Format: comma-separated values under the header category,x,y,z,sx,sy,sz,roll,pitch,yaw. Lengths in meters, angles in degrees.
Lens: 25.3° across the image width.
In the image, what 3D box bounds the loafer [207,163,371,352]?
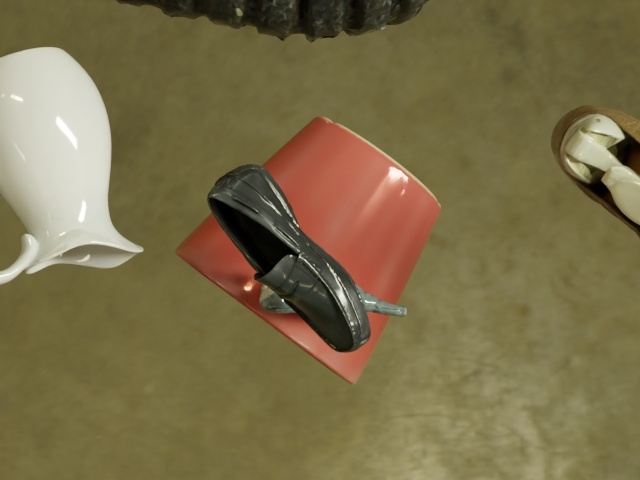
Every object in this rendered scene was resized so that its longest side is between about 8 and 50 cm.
category,x,y,z,sx,sy,sz,roll,pitch,yaw
loafer,-0.035,0.027,1.432,0.223,0.076,0.078,53,44,-4

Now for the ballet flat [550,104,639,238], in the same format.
category,x,y,z,sx,sy,sz,roll,pitch,yaw
ballet flat,0.364,-0.073,1.696,0.124,0.342,0.116,17,116,-42

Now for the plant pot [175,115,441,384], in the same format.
category,x,y,z,sx,sy,sz,roll,pitch,yaw
plant pot,0.000,0.000,1.737,0.275,0.275,0.243,37,87,-11

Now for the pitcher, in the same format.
category,x,y,z,sx,sy,sz,roll,pitch,yaw
pitcher,-0.273,-0.066,1.324,0.178,0.125,0.207,-13,83,-36

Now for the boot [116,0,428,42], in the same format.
category,x,y,z,sx,sy,sz,roll,pitch,yaw
boot,-0.093,-0.229,0.461,0.348,0.260,0.131,31,52,14

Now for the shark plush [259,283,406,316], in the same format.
category,x,y,z,sx,sy,sz,roll,pitch,yaw
shark plush,0.010,0.072,1.547,0.161,0.067,0.073,22,115,-17
